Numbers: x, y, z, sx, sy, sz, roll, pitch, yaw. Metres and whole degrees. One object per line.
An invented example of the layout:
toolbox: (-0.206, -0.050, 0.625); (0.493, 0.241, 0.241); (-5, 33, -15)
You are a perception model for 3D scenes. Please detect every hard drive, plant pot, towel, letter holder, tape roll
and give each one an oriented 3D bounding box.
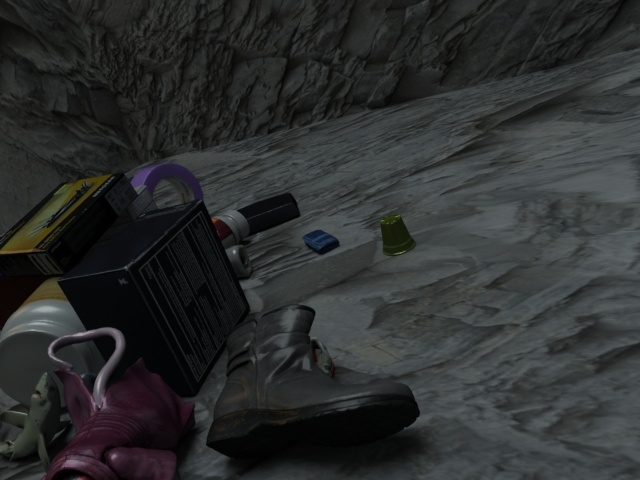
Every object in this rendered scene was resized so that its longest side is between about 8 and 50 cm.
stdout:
hard drive: (-0.201, -0.086, 1.764); (0.254, 0.054, 0.172); (-20, 22, 1)
plant pot: (0.178, -0.018, 1.258); (0.083, 0.079, 0.083); (-17, 23, 8)
towel: (0.000, 0.000, 1.433); (0.067, 0.029, 0.119); (-27, 23, -16)
letter holder: (-0.835, 0.140, 1.465); (0.152, 0.302, 0.214); (3, 32, 44)
tape roll: (-0.555, -0.139, 1.897); (0.090, 0.275, 0.275); (-3, 28, 38)

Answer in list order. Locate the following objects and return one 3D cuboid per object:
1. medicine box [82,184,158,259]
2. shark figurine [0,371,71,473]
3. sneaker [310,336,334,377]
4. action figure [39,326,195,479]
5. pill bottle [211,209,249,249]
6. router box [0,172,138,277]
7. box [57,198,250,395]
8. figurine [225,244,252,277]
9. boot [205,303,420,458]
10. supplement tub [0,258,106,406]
medicine box: (-0.583, 0.022, 1.534); (0.263, 0.289, 0.149); (-15, 25, 12)
shark figurine: (-0.557, 0.370, 1.020); (0.278, 0.166, 0.116); (-29, -9, 26)
sneaker: (-0.012, 0.225, 0.870); (0.057, 0.075, 0.161); (-15, 23, 12)
action figure: (-0.293, 0.286, 0.749); (0.248, 0.276, 0.370); (-16, 8, -5)
pill bottle: (-0.323, 0.001, 1.583); (0.121, 0.121, 0.221); (0, 30, 40)
router box: (-0.646, -0.042, 1.320); (0.242, 0.081, 0.309); (-5, 39, 26)
box: (-0.324, 0.116, 1.093); (0.182, 0.296, 0.294); (-11, 24, 21)
figurine: (-0.304, 0.108, 1.383); (0.209, 0.092, 0.215); (-18, 21, 16)
boot: (-0.023, 0.189, 0.794); (0.338, 0.118, 0.223); (-14, 46, 21)
supplement tub: (-0.571, 0.203, 1.196); (0.228, 0.228, 0.316); (-19, 22, 4)
